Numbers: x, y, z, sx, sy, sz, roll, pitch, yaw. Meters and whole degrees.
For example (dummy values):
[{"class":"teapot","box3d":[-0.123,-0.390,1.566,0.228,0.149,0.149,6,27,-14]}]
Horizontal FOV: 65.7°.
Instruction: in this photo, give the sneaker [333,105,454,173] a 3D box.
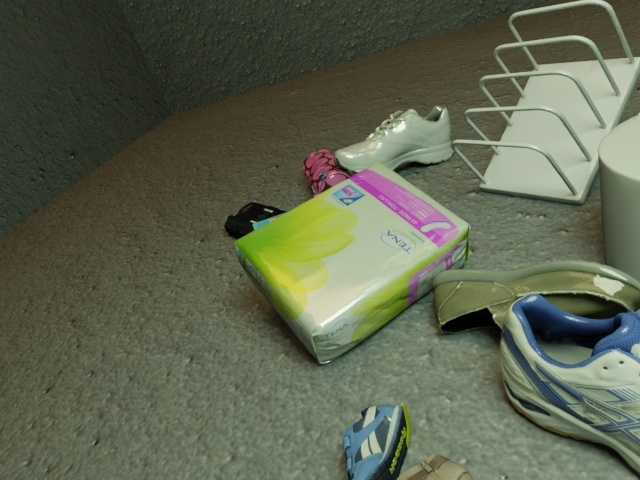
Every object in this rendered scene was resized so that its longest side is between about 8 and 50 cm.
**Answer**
[{"class":"sneaker","box3d":[0.164,-0.228,1.118,0.297,0.129,0.111,-17,31,-18]}]

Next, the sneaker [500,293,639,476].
[{"class":"sneaker","box3d":[0.290,0.134,0.426,0.297,0.130,0.112,12,40,44]}]

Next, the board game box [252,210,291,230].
[{"class":"board game box","box3d":[0.000,0.000,0.886,0.211,0.047,0.160,-20,47,-8]}]

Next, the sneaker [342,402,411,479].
[{"class":"sneaker","box3d":[0.048,0.226,0.509,0.059,0.053,0.144,-3,24,29]}]

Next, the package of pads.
[{"class":"package of pads","box3d":[0.053,0.022,0.756,0.297,0.101,0.229,-31,50,-18]}]

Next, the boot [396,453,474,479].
[{"class":"boot","box3d":[0.093,0.251,0.451,0.119,0.042,0.087,-28,22,-15]}]

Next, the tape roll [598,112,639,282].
[{"class":"tape roll","box3d":[0.473,-0.049,0.588,0.246,0.169,0.246,-16,27,9]}]

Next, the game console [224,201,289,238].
[{"class":"game console","box3d":[-0.078,-0.030,1.065,0.213,0.043,0.361,-36,32,-26]}]

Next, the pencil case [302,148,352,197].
[{"class":"pencil case","box3d":[0.012,-0.152,1.179,0.098,0.095,0.209,-34,25,5]}]

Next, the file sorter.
[{"class":"file sorter","box3d":[0.378,-0.232,0.852,0.193,0.173,0.277,18,80,51]}]

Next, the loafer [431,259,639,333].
[{"class":"loafer","box3d":[0.252,0.085,0.605,0.251,0.094,0.087,-8,53,41]}]
